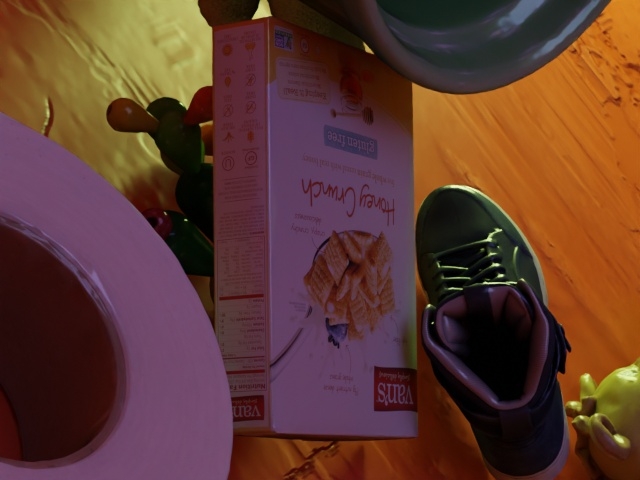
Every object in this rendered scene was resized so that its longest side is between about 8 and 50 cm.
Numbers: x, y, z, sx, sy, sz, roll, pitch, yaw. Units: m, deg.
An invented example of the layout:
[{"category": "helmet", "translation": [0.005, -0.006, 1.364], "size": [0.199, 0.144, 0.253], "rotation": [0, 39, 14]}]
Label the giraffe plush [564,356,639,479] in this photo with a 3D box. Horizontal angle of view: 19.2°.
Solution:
[{"category": "giraffe plush", "translation": [0.263, 0.141, 1.335], "size": [0.170, 0.181, 0.210], "rotation": [37, 71, -1]}]

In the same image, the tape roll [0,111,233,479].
[{"category": "tape roll", "translation": [-0.184, 0.068, 0.949], "size": [0.286, 0.100, 0.286], "rotation": [27, 42, -27]}]

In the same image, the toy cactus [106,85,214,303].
[{"category": "toy cactus", "translation": [-0.051, -0.013, 1.176], "size": [0.219, 0.112, 0.180], "rotation": [-15, 80, -61]}]

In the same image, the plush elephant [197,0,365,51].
[{"category": "plush elephant", "translation": [-0.051, -0.293, 1.321], "size": [0.255, 0.272, 0.330], "rotation": [31, -16, 37]}]

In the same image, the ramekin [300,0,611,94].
[{"category": "ramekin", "translation": [0.077, -0.255, 1.155], "size": [0.148, 0.303, 0.303], "rotation": [30, 21, 37]}]

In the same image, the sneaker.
[{"category": "sneaker", "translation": [0.105, 0.033, 1.241], "size": [0.163, 0.086, 0.226], "rotation": [60, 12, -60]}]

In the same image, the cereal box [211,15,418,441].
[{"category": "cereal box", "translation": [0.000, 0.000, 1.139], "size": [0.173, 0.047, 0.240], "rotation": [10, 76, -58]}]
